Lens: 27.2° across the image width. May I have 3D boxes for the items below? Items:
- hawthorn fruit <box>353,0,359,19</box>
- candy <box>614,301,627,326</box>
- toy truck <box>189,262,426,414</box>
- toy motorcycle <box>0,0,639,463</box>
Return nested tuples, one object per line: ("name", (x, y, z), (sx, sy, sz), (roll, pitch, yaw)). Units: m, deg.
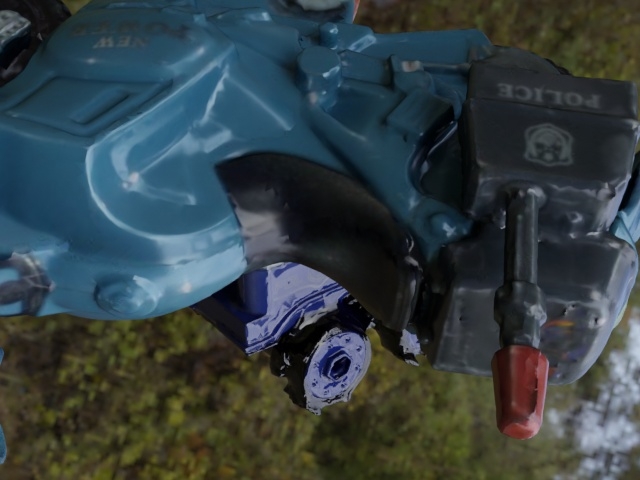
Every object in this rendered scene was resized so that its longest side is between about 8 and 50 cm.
("hawthorn fruit", (-0.042, -0.247, 1.284), (0.179, 0.173, 0.173), (-43, 180, 12))
("candy", (0.215, 0.023, 1.457), (0.343, 0.132, 0.142), (13, 118, -45))
("toy truck", (0.000, 0.000, 0.966), (0.213, 0.161, 0.177), (-24, 130, -32))
("toy motorcycle", (-0.029, -0.012, 0.406), (0.123, 0.272, 0.182), (97, 2, -51))
